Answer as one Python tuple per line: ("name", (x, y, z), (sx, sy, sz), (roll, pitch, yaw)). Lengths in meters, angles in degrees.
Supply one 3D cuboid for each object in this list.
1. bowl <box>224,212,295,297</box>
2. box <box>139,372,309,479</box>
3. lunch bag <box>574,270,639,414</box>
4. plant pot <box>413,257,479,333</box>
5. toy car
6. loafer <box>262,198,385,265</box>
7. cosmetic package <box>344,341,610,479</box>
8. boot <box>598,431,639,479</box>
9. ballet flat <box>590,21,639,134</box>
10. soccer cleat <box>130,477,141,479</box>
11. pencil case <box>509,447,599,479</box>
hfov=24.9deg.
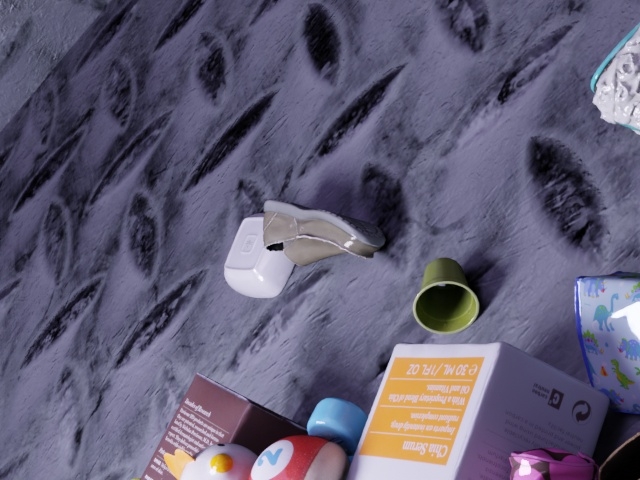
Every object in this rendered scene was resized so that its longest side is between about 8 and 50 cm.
("bowl", (-0.092, 0.016, 2.266), (0.142, 0.053, 0.142), (4, 68, 54))
("box", (-0.113, 0.313, 1.917), (0.167, 0.168, 0.203), (16, 77, 58))
("lunch bag", (0.345, 0.112, 1.542), (0.129, 0.096, 0.151), (3, 95, 55))
("plant pot", (0.159, 0.064, 1.862), (0.083, 0.083, 0.079), (-42, 23, 25))
("toy car", (-0.088, 0.294, 1.719), (0.238, 0.210, 0.219), (17, 52, 16))
("loafer", (0.000, 0.000, 2.123), (0.251, 0.094, 0.087), (15, 90, 54))
("cosmetic package", (0.120, 0.344, 1.567), (0.230, 0.161, 0.453), (-10, 56, 62))
("boot", (0.400, 0.197, 1.374), (0.305, 0.115, 0.112), (-37, 35, 28))
("ballet flat", (0.482, -0.284, 1.681), (0.409, 0.147, 0.147), (-54, 32, 13))
("soccer cleat", (-0.250, 0.468, 2.098), (0.121, 0.093, 0.289), (-13, 42, 11))
("pencil case", (0.241, 0.312, 1.450), (0.095, 0.098, 0.209), (50, -143, -84))
